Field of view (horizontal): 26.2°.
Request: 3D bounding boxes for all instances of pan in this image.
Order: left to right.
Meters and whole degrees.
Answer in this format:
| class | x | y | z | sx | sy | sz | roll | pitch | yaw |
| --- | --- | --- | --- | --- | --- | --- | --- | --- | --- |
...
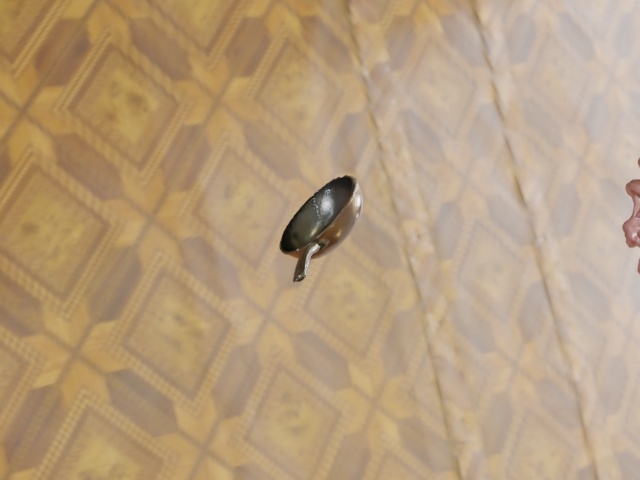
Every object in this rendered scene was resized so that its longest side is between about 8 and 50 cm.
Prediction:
| class | x | y | z | sx | sy | sz | roll | pitch | yaw |
| --- | --- | --- | --- | --- | --- | --- | --- | --- | --- |
| pan | 0.000 | 0.001 | 0.880 | 0.023 | 0.068 | 0.115 | 45 | 28 | -17 |

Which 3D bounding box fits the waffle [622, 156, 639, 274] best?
| class | x | y | z | sx | sy | sz | roll | pitch | yaw |
| --- | --- | --- | --- | --- | --- | --- | --- | --- | --- |
| waffle | 0.406 | -0.031 | 1.345 | 0.055 | 0.234 | 0.221 | 25 | 58 | -50 |
